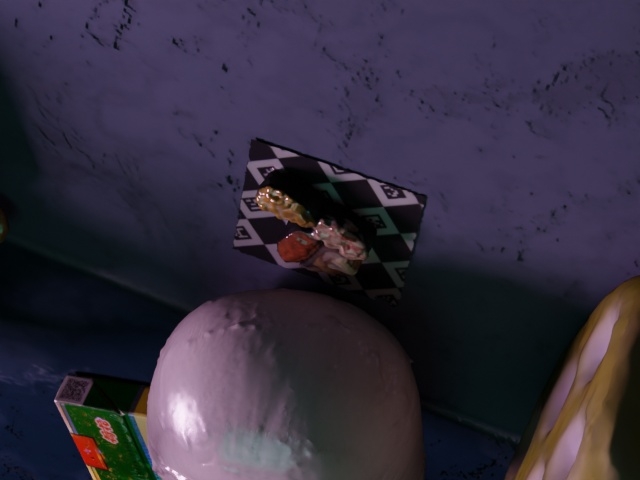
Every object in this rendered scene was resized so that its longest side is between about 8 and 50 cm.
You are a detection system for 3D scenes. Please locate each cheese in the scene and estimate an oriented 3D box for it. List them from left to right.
[{"bbox_3d":[-0.023,0.113,1.253,0.198,0.154,0.189,12,161,7],"label":"cheese"}]

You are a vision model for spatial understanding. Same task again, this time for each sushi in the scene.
[{"bbox_3d":[0.000,0.000,1.206,0.120,0.026,0.126,18,144,5],"label":"sushi"}]

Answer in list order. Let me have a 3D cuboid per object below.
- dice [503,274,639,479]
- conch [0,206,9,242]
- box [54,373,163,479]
[{"bbox_3d":[0.238,0.177,1.141,0.233,0.227,0.238,24,146,1],"label":"dice"},{"bbox_3d":[-0.333,-0.059,1.252,0.158,0.127,0.255,-40,142,10],"label":"conch"},{"bbox_3d":[-0.083,0.170,1.460,0.235,0.034,0.132,8,142,20],"label":"box"}]
